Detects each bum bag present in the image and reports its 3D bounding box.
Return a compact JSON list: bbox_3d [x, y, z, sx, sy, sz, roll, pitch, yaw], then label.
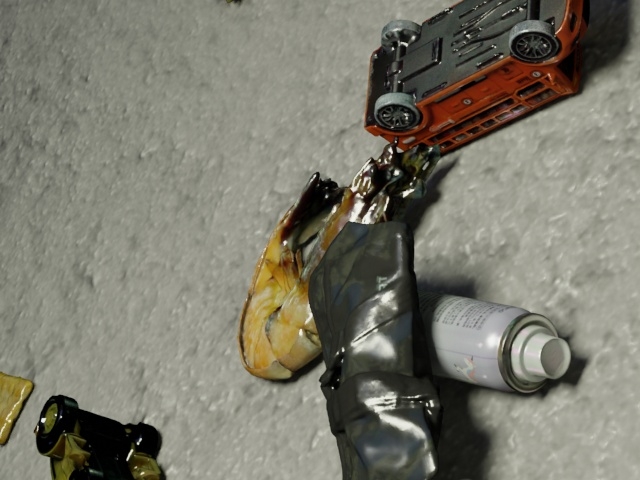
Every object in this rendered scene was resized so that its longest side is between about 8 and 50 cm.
[{"bbox_3d":[0.046,0.112,1.659,0.137,0.074,0.310,-37,51,41],"label":"bum bag"}]

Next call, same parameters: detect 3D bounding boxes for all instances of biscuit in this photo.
[{"bbox_3d":[-0.369,0.191,2.222,0.083,0.018,0.081,7,68,50],"label":"biscuit"}]

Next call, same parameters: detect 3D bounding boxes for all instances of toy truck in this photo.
[{"bbox_3d":[0.159,-0.171,1.816,0.253,0.114,0.107,-25,45,38],"label":"toy truck"},{"bbox_3d":[-0.211,0.265,1.901,0.127,0.127,0.257,-59,32,21],"label":"toy truck"}]

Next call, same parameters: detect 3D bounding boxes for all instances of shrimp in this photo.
[{"bbox_3d":[0.006,0.003,1.904,0.289,0.075,0.178,-62,31,14],"label":"shrimp"}]

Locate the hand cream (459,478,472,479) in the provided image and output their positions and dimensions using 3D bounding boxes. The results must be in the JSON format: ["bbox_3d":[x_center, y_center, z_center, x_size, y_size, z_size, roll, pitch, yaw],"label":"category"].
[{"bbox_3d":[0.009,0.355,1.599,0.359,0.118,0.185,-38,30,13],"label":"hand cream"}]

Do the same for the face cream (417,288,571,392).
[{"bbox_3d":[0.125,0.086,1.686,0.229,0.075,0.075,9,70,52],"label":"face cream"}]

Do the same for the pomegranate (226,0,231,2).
[{"bbox_3d":[-0.102,-0.383,2.267,0.159,0.159,0.205,26,108,54],"label":"pomegranate"}]
